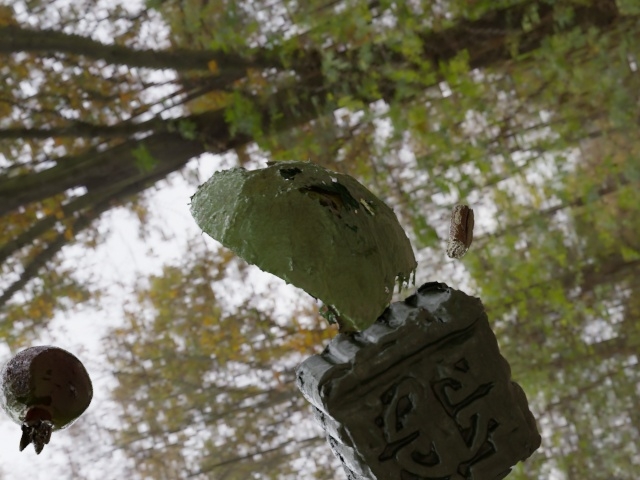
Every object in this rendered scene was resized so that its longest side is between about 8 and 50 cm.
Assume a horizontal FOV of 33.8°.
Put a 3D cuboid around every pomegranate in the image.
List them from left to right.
[{"bbox_3d":[-0.385,0.210,1.432,0.129,0.129,0.159,67,-162,-9],"label":"pomegranate"}]

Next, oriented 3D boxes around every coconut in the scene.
[{"bbox_3d":[0.002,-0.004,0.690,0.158,0.055,0.133,1,-138,-32],"label":"coconut"}]

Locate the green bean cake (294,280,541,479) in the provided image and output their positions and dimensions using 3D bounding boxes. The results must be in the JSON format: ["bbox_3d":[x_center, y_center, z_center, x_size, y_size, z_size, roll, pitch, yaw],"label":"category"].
[{"bbox_3d":[0.123,0.205,1.309,0.255,0.241,0.132,65,168,-14],"label":"green bean cake"}]

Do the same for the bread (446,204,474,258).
[{"bbox_3d":[0.210,-0.013,1.581,0.047,0.036,0.083,105,180,-49],"label":"bread"}]
